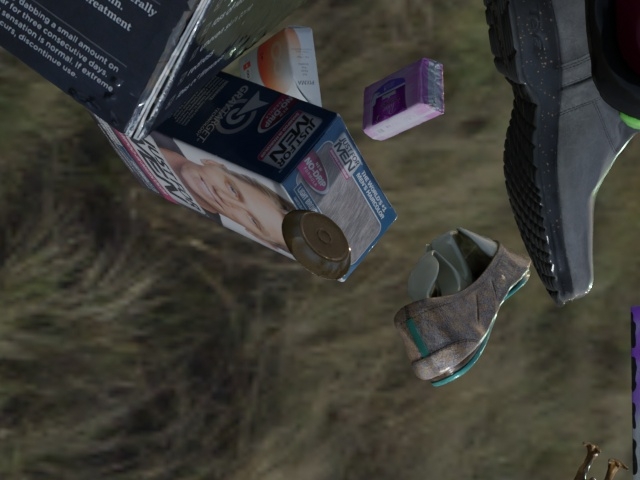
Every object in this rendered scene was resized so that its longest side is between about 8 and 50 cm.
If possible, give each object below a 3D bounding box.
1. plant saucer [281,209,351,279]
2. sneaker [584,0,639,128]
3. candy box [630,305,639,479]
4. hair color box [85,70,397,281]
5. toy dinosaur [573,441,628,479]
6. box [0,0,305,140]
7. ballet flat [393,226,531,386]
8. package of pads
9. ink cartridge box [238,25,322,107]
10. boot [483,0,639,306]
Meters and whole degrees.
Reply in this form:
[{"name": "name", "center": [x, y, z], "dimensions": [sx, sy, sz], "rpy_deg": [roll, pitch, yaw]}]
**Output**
[{"name": "plant saucer", "center": [0.000, 0.000, 1.608], "dimensions": [0.083, 0.015, 0.083], "rpy_deg": [26, 40, -25]}, {"name": "sneaker", "center": [0.294, -0.292, 1.119], "dimensions": [0.202, 0.185, 0.483], "rpy_deg": [-39, 141, -62]}, {"name": "candy box", "center": [0.365, 0.156, 1.472], "dimensions": [0.070, 0.165, 0.196], "rpy_deg": [22, 67, -66]}, {"name": "hair color box", "center": [-0.096, -0.094, 1.832], "dimensions": [0.105, 0.347, 0.174], "rpy_deg": [-51, 136, -17]}, {"name": "toy dinosaur", "center": [0.335, 0.314, 2.087], "dimensions": [0.112, 0.064, 0.211], "rpy_deg": [-64, 174, 10]}, {"name": "box", "center": [-0.094, -0.429, 1.591], "dimensions": [0.472, 0.297, 0.480], "rpy_deg": [-55, 177, 34]}, {"name": "ballet flat", "center": [0.152, 0.046, 1.773], "dimensions": [0.106, 0.107, 0.316], "rpy_deg": [54, 23, -5]}, {"name": "package of pads", "center": [0.075, -0.126, 1.483], "dimensions": [0.032, 0.083, 0.050], "rpy_deg": [21, 61, -36]}, {"name": "ink cartridge box", "center": [-0.050, -0.168, 2.115], "dimensions": [0.045, 0.145, 0.179], "rpy_deg": [0, 79, -28]}, {"name": "boot", "center": [0.275, -0.110, 1.440], "dimensions": [0.118, 0.223, 0.338], "rpy_deg": [-116, -165, -62]}]
